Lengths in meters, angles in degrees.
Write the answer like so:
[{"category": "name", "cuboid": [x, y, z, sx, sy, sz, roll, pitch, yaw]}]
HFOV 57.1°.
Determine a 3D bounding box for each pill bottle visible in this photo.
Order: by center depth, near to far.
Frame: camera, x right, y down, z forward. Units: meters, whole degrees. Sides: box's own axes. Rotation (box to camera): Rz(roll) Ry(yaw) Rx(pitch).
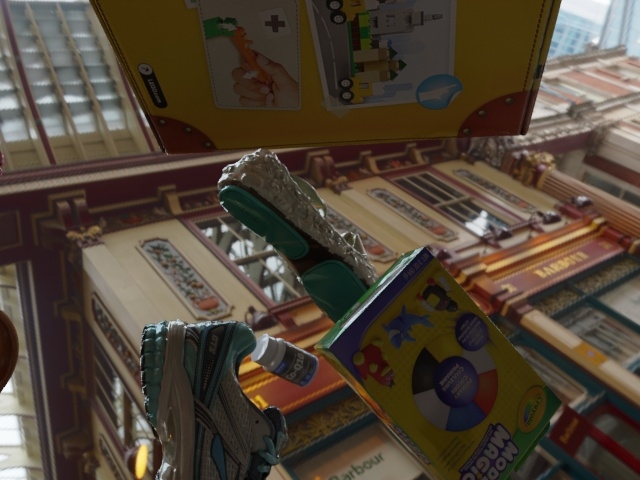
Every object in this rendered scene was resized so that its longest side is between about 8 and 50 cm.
[{"category": "pill bottle", "cuboid": [-0.078, 0.260, 1.279, 0.137, 0.078, 0.078, 32, -83, -26]}]

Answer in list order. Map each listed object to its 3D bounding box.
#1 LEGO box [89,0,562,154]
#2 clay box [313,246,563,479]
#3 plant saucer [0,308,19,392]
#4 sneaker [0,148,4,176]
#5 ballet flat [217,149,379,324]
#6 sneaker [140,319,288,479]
[{"category": "LEGO box", "cuboid": [-0.005, -0.305, 0.436, 0.372, 0.193, 0.500, -2, -34, 6]}, {"category": "clay box", "cuboid": [0.116, 0.130, 0.521, 0.127, 0.222, 0.053, -44, 4, -18]}, {"category": "plant saucer", "cuboid": [-0.470, 0.146, 0.701, 0.200, 0.037, 0.200, -27, -49, -35]}, {"category": "sneaker", "cuboid": [-0.323, -0.043, 0.498, 0.057, 0.047, 0.119, 49, -118, -39]}, {"category": "ballet flat", "cuboid": [0.000, 0.000, 1.017, 0.147, 0.147, 0.409, -45, -70, -7]}, {"category": "sneaker", "cuboid": [-0.081, 0.198, 0.511, 0.122, 0.283, 0.110, -9, -20, -13]}]
